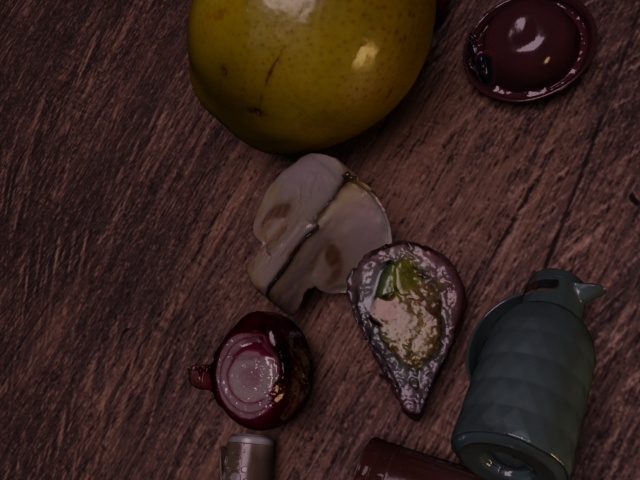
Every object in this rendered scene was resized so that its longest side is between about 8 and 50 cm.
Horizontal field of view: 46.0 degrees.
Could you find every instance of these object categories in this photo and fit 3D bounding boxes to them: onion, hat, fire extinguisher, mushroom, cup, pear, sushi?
[{"bbox_3d":[-0.099,0.197,1.131,0.198,0.135,0.173,-10,70,33],"label":"onion"},{"bbox_3d":[0.318,-0.308,1.161,0.205,0.089,0.206,-7,70,19],"label":"hat"},{"bbox_3d":[0.179,0.340,0.979,0.268,0.105,0.105,13,77,24],"label":"fire extinguisher"},{"bbox_3d":[0.000,-0.010,1.169,0.236,0.162,0.173,-53,32,12],"label":"mushroom"},{"bbox_3d":[-0.110,0.340,1.118,0.074,0.102,0.099,11,71,-16],"label":"cup"},{"bbox_3d":[-0.018,-0.314,1.144,0.418,0.362,0.362,-42,58,37],"label":"pear"},{"bbox_3d":[0.141,0.117,1.071,0.161,0.107,0.241,-26,76,0],"label":"sushi"}]

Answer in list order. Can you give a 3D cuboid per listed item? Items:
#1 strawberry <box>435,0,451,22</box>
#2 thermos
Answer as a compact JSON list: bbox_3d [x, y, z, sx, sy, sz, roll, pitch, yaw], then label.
[{"bbox_3d":[0.163,-0.403,1.255,0.106,0.106,0.106,-7,70,19],"label":"strawberry"},{"bbox_3d":[0.264,0.168,0.975,0.182,0.145,0.287,-15,37,44],"label":"thermos"}]
